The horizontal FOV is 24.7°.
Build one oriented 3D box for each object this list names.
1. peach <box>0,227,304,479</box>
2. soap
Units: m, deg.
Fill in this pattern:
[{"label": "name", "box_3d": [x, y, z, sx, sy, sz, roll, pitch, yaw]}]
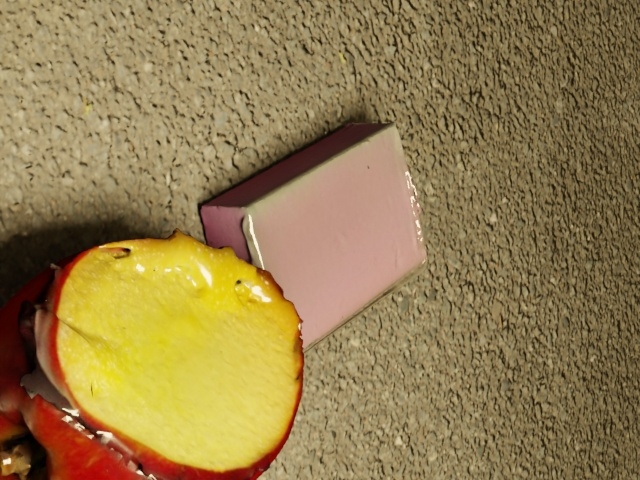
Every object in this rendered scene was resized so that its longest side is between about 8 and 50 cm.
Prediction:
[{"label": "peach", "box_3d": [-0.166, 0.137, 1.299, 0.258, 0.201, 0.361, 51, 34, 1]}, {"label": "soap", "box_3d": [-0.001, 0.000, 1.560, 0.259, 0.081, 0.181, -33, 115, -42]}]
